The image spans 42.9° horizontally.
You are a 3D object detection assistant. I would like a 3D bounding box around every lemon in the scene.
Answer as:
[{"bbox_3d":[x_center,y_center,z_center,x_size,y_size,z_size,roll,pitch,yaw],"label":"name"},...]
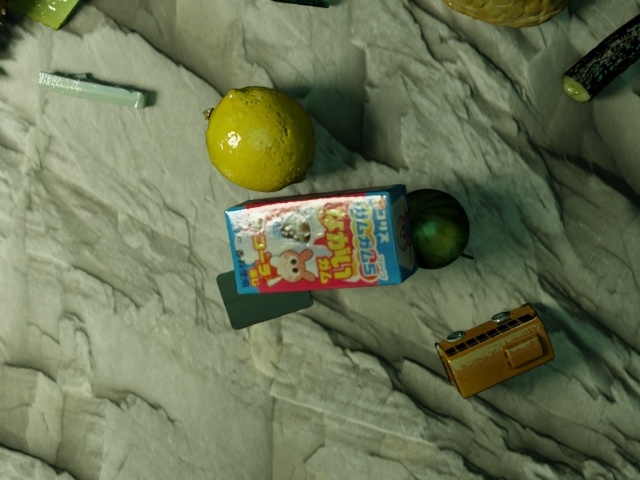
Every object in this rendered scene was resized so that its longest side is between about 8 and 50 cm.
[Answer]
[{"bbox_3d":[-0.097,-0.166,1.364,0.206,0.173,0.173,34,96,-26],"label":"lemon"}]

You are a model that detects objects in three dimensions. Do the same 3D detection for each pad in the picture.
[{"bbox_3d":[-0.103,0.092,1.496,0.157,0.003,0.112,-17,102,-2],"label":"pad"}]

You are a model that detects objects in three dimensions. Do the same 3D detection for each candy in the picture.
[{"bbox_3d":[0.000,0.000,1.376,0.305,0.100,0.157,-4,100,22],"label":"candy"}]

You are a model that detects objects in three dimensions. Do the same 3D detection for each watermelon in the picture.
[{"bbox_3d":[0.200,-0.011,1.443,0.141,0.141,0.187,-45,139,4],"label":"watermelon"}]

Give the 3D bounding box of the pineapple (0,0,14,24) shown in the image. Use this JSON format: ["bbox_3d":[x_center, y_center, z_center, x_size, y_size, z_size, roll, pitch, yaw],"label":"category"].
[{"bbox_3d":[-0.594,-0.322,1.300,0.170,0.141,0.310,23,118,-26],"label":"pineapple"}]

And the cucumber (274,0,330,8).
[{"bbox_3d":[-0.049,-0.420,1.389,0.133,0.032,0.032,5,100,-7],"label":"cucumber"}]

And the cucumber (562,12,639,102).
[{"bbox_3d":[0.561,-0.356,1.441,0.300,0.072,0.072,-38,102,3],"label":"cucumber"}]

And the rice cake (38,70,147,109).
[{"bbox_3d":[-0.386,-0.260,1.388,0.180,0.030,0.042,10,105,-7],"label":"rice cake"}]

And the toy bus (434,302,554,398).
[{"bbox_3d":[0.326,0.202,1.500,0.201,0.114,0.098,-24,103,-1],"label":"toy bus"}]

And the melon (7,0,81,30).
[{"bbox_3d":[-0.508,-0.423,1.349,0.261,0.053,0.114,13,117,-4],"label":"melon"}]

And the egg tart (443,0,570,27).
[{"bbox_3d":[0.326,-0.534,1.346,0.339,0.153,0.352,-4,102,-8],"label":"egg tart"}]
